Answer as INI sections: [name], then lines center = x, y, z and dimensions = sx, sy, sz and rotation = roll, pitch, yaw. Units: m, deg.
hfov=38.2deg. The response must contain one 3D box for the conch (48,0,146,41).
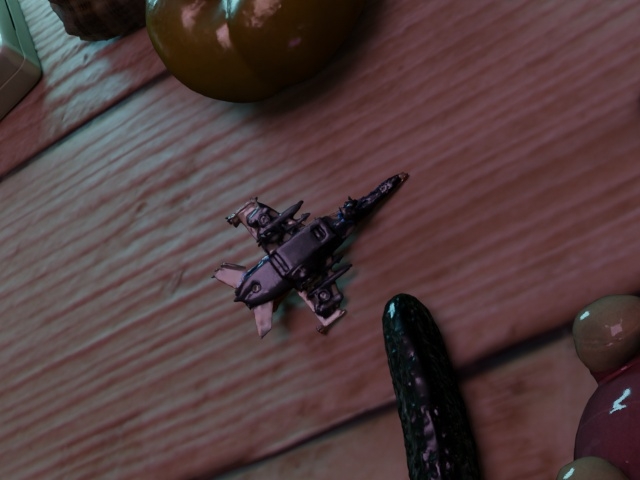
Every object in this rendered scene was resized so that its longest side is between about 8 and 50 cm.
[conch]
center = -0.287, -0.375, 1.142
dimensions = 0.291, 0.159, 0.210
rotation = -10, 60, 30

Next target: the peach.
[peach]
center = -0.066, -0.251, 0.922
dimensions = 0.251, 0.153, 0.251
rotation = -24, 49, 31

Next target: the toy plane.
[toy plane]
center = -0.002, -0.002, 0.797
dimensions = 0.188, 0.062, 0.135
rotation = -40, 77, 9

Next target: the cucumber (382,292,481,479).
[cucumber]
center = 0.079, 0.128, 0.677
dimensions = 0.058, 0.052, 0.215
rotation = -50, 38, 44

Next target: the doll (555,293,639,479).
[doll]
center = 0.259, 0.107, 0.487
dimensions = 0.255, 0.152, 0.196
rotation = -4, 78, 31

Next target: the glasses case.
[glasses case]
center = -0.487, -0.292, 1.306
dimensions = 0.131, 0.070, 0.313
rotation = -40, 49, 13
